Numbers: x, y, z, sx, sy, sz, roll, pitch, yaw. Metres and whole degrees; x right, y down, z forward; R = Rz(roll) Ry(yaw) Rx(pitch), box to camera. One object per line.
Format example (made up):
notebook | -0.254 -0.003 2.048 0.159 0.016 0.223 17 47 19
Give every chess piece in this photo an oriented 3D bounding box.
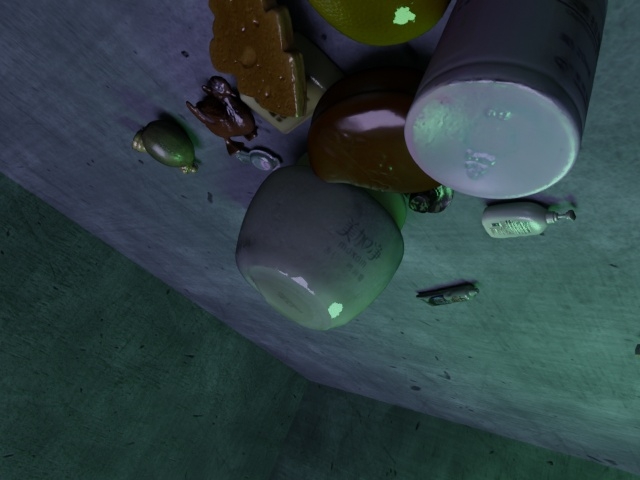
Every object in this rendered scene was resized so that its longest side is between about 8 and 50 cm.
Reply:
chess piece | -0.399 -0.224 1.155 0.172 0.060 0.060 26 155 -7

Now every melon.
melon | -0.361 -0.229 1.057 0.130 0.098 0.098 37 153 -27

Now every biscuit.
biscuit | -0.089 -0.286 0.668 0.239 0.041 0.212 55 144 2

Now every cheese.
cheese | -0.146 -0.188 1.020 0.120 0.026 0.067 15 152 22

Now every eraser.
eraser | -0.052 -0.261 0.757 0.117 0.058 0.172 37 152 -24

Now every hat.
hat | 0.200 -0.087 0.868 0.121 0.050 0.121 21 152 12

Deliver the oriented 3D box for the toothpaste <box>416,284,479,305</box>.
toothpaste | 0.347 0.152 1.205 0.060 0.038 0.233 34 156 -12

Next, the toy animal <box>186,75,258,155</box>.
toy animal | -0.202 -0.261 0.868 0.188 0.089 0.179 28 161 26

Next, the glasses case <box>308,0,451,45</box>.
glasses case | 0.020 -0.360 0.407 0.173 0.141 0.371 10 150 31

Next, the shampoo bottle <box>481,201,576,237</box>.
shampoo bottle | 0.376 -0.039 0.802 0.152 0.045 0.077 -4 140 50

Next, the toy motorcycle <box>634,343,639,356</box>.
toy motorcycle | 0.773 0.228 0.917 0.151 0.074 0.228 32 156 -7

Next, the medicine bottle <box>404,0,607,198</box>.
medicine bottle | 0.194 -0.185 0.446 0.152 0.254 0.152 21 155 10

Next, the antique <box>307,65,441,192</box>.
antique | 0.110 -0.164 0.681 0.278 0.129 0.223 -5 148 31

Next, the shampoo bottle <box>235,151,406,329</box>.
shampoo bottle | 0.000 0.000 0.892 0.322 0.317 0.322 29 160 12
